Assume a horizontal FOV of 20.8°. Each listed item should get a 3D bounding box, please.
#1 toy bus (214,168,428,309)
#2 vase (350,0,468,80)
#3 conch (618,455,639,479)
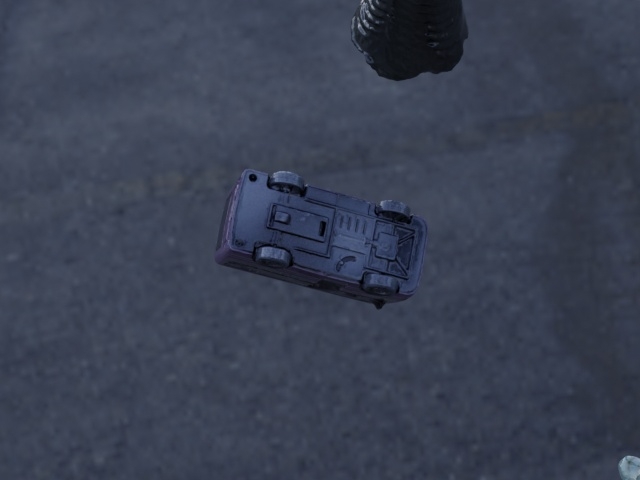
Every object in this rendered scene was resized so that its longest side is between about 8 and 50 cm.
[{"bbox_3d":[0.000,0.000,1.557,0.178,0.087,0.098,15,-18,-13],"label":"toy bus"},{"bbox_3d":[0.081,-0.235,1.502,0.115,0.237,0.115,-1,70,1],"label":"vase"},{"bbox_3d":[0.270,0.208,1.292,0.137,0.234,0.114,34,56,21],"label":"conch"}]
